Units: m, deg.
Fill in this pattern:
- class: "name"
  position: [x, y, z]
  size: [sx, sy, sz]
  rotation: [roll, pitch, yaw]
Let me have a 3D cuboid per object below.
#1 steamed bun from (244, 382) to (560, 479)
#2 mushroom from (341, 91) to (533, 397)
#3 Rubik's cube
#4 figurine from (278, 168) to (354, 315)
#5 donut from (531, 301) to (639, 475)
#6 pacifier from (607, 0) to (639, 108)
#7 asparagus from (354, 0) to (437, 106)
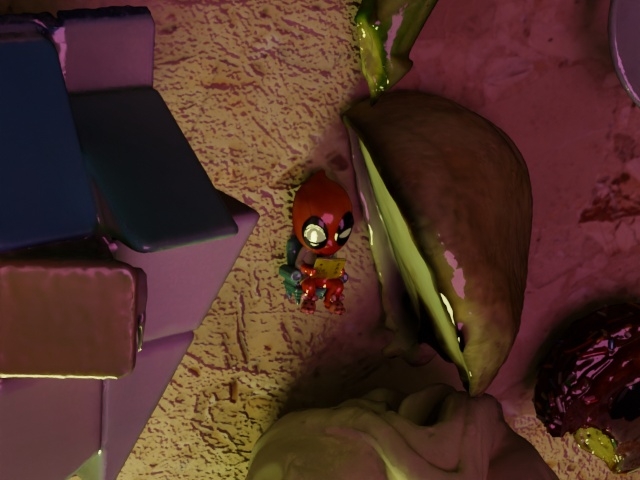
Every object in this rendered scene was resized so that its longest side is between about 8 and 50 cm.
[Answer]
- class: "steamed bun"
  position: [0.091, 0.276, 1.349]
  size: [0.352, 0.247, 0.339]
  rotation: [-11, 143, 23]
- class: "mushroom"
  position: [0.150, 0.012, 1.242]
  size: [0.212, 0.217, 0.292]
  rotation: [-15, 122, -22]
- class: "Rubik's cube"
  position: [-0.277, 0.003, 0.947]
  size: [0.387, 0.358, 0.368]
  rotation: [-11, 116, -36]
- class: "figurine"
  position: [0.000, 0.000, 1.255]
  size: [0.068, 0.075, 0.140]
  rotation: [-1, 107, -23]
- class: "donut"
  position: [0.359, 0.168, 1.506]
  size: [0.230, 0.096, 0.216]
  rotation: [21, 104, -33]
- class: "pacifier"
  position: [0.430, -0.227, 1.251]
  size: [0.279, 0.207, 0.227]
  rotation: [-1, 100, -25]
- class: "asparagus"
  position: [0.109, -0.283, 1.143]
  size: [0.085, 0.082, 0.343]
  rotation: [20, 109, -36]
